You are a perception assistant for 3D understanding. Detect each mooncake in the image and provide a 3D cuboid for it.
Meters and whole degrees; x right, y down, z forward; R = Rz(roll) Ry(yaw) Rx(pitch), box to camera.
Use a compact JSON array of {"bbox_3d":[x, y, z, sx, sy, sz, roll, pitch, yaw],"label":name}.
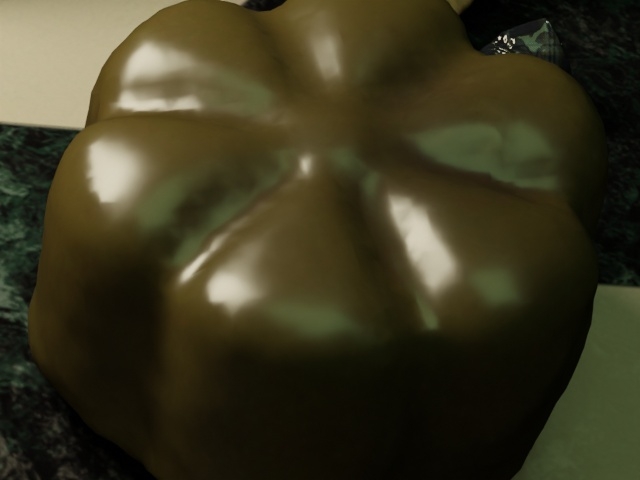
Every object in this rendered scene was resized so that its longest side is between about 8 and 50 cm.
[{"bbox_3d":[0.000,0.000,1.481,0.467,0.262,0.467,5,47,-5],"label":"mooncake"}]

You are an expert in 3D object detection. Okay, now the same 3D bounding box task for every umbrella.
[{"bbox_3d":[0.129,-0.142,1.780,0.224,0.071,0.080,-20,92,-14],"label":"umbrella"}]

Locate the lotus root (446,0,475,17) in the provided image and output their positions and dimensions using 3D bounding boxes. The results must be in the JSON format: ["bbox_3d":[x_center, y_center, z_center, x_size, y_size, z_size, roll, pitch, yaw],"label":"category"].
[{"bbox_3d":[0.051,-0.370,1.878,0.390,0.111,0.375,5,62,-39],"label":"lotus root"}]
